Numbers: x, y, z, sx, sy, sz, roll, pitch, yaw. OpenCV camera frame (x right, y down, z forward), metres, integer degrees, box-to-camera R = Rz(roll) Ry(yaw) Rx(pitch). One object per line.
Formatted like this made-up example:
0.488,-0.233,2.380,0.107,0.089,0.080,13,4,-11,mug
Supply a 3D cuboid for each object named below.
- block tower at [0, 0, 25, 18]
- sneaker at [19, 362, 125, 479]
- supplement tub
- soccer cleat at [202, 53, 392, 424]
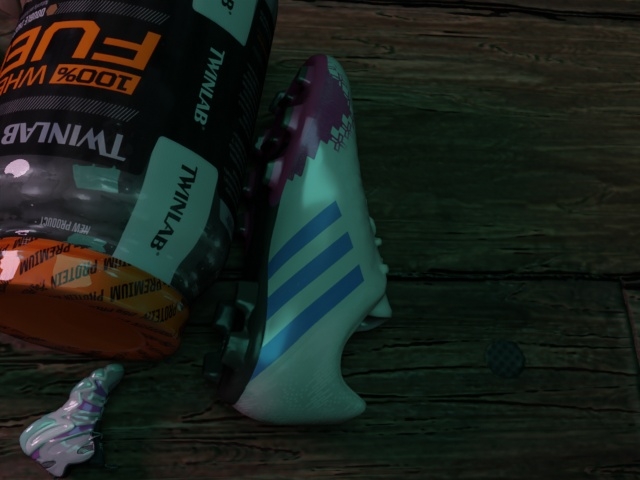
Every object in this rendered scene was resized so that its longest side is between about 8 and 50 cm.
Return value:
-0.212,-0.365,0.877,0.091,0.097,0.335,30,64,3,block tower
-0.179,0.150,0.693,0.098,0.038,0.069,-43,81,-13,sneaker
-0.157,-0.089,0.704,0.207,0.207,0.338,10,65,-5,supplement tub
0.000,0.000,0.757,0.143,0.116,0.331,19,66,-18,soccer cleat
